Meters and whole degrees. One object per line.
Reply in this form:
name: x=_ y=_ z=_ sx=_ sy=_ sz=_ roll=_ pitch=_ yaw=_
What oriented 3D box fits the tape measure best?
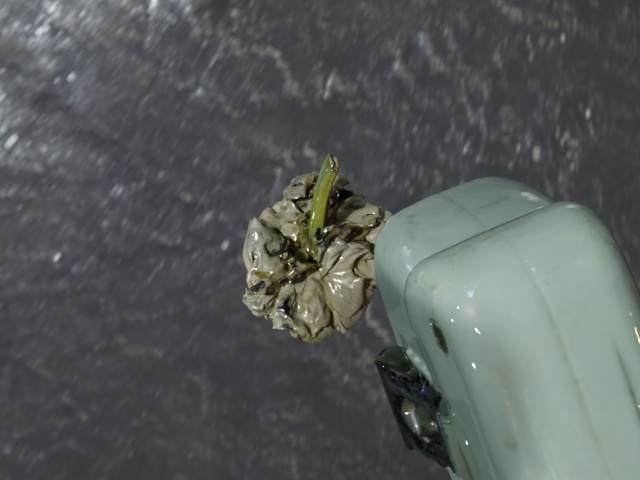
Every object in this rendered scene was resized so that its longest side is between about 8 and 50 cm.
tape measure: x=0.116 y=0.097 z=1.068 sx=0.125 sy=0.246 sz=0.243 roll=-22 pitch=105 yaw=-9

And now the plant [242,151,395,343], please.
plant: x=0.000 y=0.000 z=1.298 sx=0.104 sy=0.116 sz=0.122 roll=17 pitch=149 yaw=6
